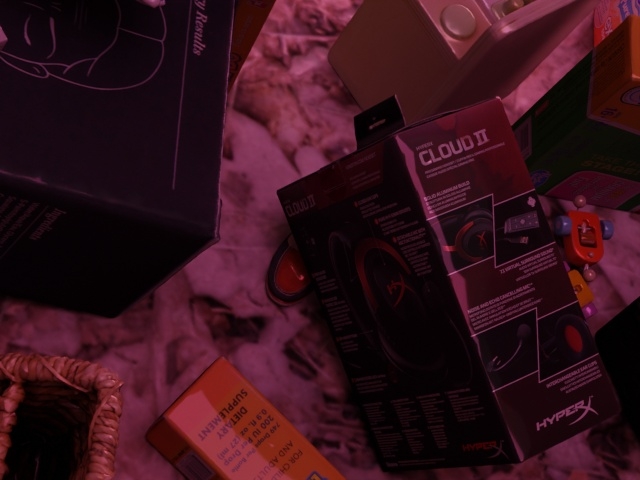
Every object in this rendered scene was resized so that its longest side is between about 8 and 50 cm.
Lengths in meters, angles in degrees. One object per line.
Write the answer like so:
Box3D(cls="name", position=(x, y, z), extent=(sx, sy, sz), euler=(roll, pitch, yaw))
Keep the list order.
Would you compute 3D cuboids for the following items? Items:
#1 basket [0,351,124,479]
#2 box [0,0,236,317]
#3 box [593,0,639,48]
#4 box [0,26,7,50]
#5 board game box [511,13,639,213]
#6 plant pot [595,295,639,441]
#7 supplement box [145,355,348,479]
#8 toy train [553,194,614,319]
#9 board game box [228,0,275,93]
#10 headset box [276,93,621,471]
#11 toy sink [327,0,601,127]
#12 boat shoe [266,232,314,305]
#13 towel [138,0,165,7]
Box3D(cls="basket", position=(-0.274, 0.224, 0.992), extent=(0.213, 0.223, 0.299), euler=(16, 64, -14))
Box3D(cls="box", position=(-0.283, -0.144, 1.120), extent=(0.395, 0.212, 0.293), euler=(15, 63, -25))
Box3D(cls="box", position=(0.438, -0.181, 1.482), extent=(0.300, 0.142, 0.154), euler=(13, 65, -16))
Box3D(cls="box", position=(-0.315, -0.183, 0.963), extent=(0.145, 0.038, 0.186), euler=(-27, 87, -36))
Box3D(cls="board game box", position=(0.364, -0.094, 1.361), extent=(0.316, 0.242, 0.064), euler=(10, 66, -16))
Box3D(cls="plant pot", position=(0.360, 0.102, 1.320), extent=(0.167, 0.187, 0.188), euler=(-19, 76, -13))
Box3D(cls="supplement box", position=(-0.028, 0.205, 1.177), extent=(0.233, 0.080, 0.078), euler=(45, 62, -1))
Box3D(cls="toy train", position=(0.198, 0.020, 1.363), extent=(0.166, 0.046, 0.125), euler=(2, 66, -24))
Box3D(cls="board game box", position=(-0.063, -0.226, 1.242), extent=(0.039, 0.259, 0.124), euler=(9, 65, -17))
Box3D(cls="headset box", position=(0.090, 0.030, 1.184), extent=(0.110, 0.218, 0.293), euler=(-21, 89, -28))
Box3D(cls="toy sink", position=(0.130, -0.205, 1.322), extent=(0.153, 0.234, 0.131), euler=(-29, 81, -28))
Box3D(cls="boat shoe", position=(0.000, 0.000, 1.295), extent=(0.049, 0.043, 0.137), euler=(41, 61, -3))
Box3D(cls="towel", position=(-0.200, -0.289, 1.068), extent=(0.209, 0.034, 0.285), euler=(18, 40, -21))
